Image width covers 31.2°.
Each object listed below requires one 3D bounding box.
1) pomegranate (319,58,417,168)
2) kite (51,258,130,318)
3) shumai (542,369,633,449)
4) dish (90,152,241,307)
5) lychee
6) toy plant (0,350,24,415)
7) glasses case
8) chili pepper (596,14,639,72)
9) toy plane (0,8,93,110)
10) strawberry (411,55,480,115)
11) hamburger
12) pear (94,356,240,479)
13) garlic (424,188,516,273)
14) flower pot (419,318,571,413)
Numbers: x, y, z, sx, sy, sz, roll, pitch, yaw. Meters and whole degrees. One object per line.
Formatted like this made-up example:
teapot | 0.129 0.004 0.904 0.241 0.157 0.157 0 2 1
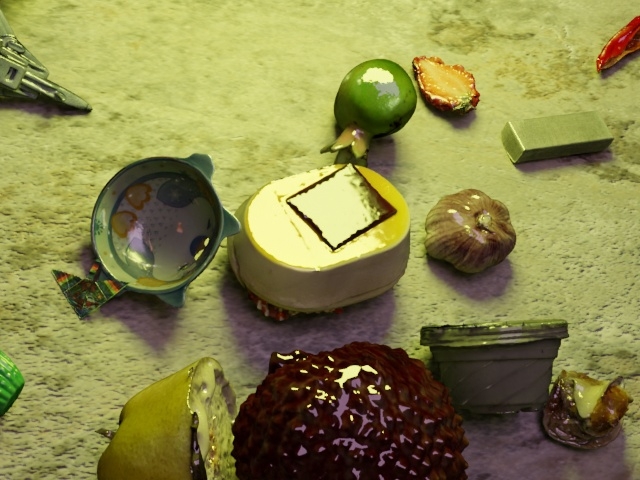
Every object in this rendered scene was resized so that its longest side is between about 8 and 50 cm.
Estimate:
pomegranate | 0.080 -0.206 1.907 0.131 0.152 0.191 25 70 -4
kite | -0.338 0.069 1.657 0.122 0.004 0.090 14 81 11
shumai | 0.428 0.252 1.789 0.146 0.116 0.145 9 58 -14
dish | -0.223 -0.007 1.695 0.236 0.086 0.227 -30 76 8
lychee | 0.036 0.278 1.524 0.306 0.306 0.330 -25 73 -30
toy plant | -0.501 0.147 1.527 0.155 0.088 0.240 -25 61 -43
glasses case | 0.430 -0.188 2.084 0.205 0.047 0.070 -10 61 -24
chili pepper | 0.611 -0.398 2.274 0.050 0.059 0.268 22 49 40
toy plane | -0.468 -0.254 1.750 0.267 0.088 0.212 27 99 -21
strawberry | 0.223 -0.277 2.060 0.104 0.048 0.152 -29 61 -24
hamburger | 0.000 0.000 1.760 0.295 0.151 0.227 -16 63 -23
pear | -0.205 0.290 1.509 0.178 0.267 0.266 -11 62 10
garlic | 0.251 -0.019 1.887 0.159 0.102 0.147 6 58 -18
flower pot | 0.265 0.189 1.725 0.236 0.235 0.140 -1 83 -21
